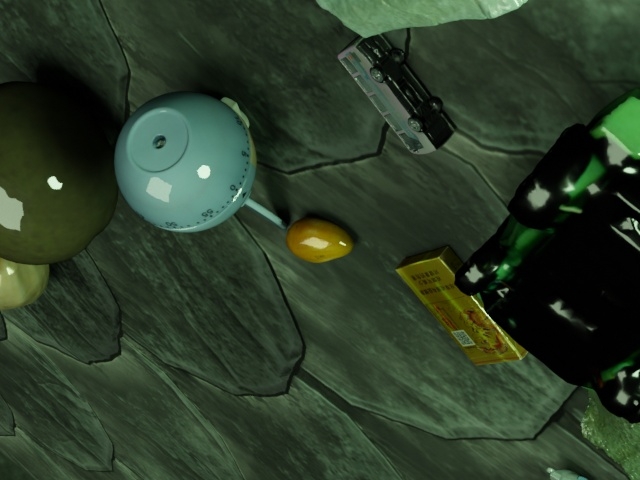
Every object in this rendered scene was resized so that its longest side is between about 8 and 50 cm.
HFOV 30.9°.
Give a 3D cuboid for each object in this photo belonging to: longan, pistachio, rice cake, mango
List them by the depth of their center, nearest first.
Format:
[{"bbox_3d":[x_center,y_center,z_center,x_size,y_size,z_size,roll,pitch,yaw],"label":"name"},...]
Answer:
[{"bbox_3d":[0.090,-0.214,0.967,0.206,0.063,0.069,0,136,52],"label":"rice cake"},{"bbox_3d":[0.000,0.000,1.377,0.089,0.046,0.060,6,139,28],"label":"mango"},{"bbox_3d":[-0.388,-0.090,1.544,0.248,0.248,0.248,30,148,21],"label":"longan"},{"bbox_3d":[-0.544,0.052,1.982,0.157,0.157,0.229,38,162,7],"label":"pistachio"}]

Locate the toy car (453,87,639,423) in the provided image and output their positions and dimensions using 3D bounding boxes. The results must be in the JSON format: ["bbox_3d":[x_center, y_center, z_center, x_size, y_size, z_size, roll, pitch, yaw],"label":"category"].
[{"bbox_3d":[0.264,-0.001,0.943,0.213,0.176,0.359,39,154,6],"label":"toy car"}]

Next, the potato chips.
[{"bbox_3d":[0.329,0.193,1.228,0.228,0.059,0.167,41,160,2],"label":"potato chips"}]

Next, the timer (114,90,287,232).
[{"bbox_3d":[-0.125,-0.092,1.336,0.175,0.255,0.175,4,97,30],"label":"timer"}]

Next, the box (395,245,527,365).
[{"bbox_3d":[0.160,0.076,1.307,0.156,0.022,0.089,49,151,-12],"label":"box"}]

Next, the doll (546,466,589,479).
[{"bbox_3d":[0.314,0.307,1.413,0.114,0.039,0.057,46,179,-23],"label":"doll"}]

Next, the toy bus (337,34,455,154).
[{"bbox_3d":[0.072,-0.141,1.112,0.131,0.037,0.052,51,151,-13],"label":"toy bus"}]
